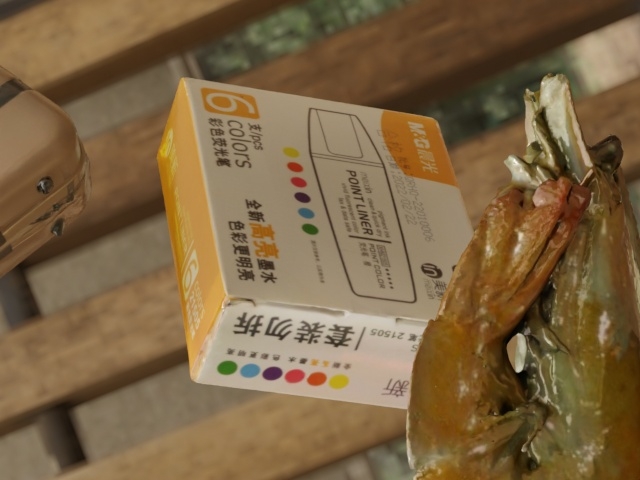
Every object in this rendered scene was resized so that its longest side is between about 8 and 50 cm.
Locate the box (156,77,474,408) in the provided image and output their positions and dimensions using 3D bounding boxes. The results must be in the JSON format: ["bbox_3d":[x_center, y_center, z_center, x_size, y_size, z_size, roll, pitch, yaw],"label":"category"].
[{"bbox_3d":[0.000,0.000,1.451,0.274,0.220,0.091,-107,31,-49],"label":"box"}]

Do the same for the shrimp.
[{"bbox_3d":[0.084,0.037,0.761,0.115,0.051,0.217,17,-107,-40],"label":"shrimp"}]

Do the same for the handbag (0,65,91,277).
[{"bbox_3d":[-0.428,-0.069,2.111,0.283,0.302,0.149,41,160,28],"label":"handbag"}]
